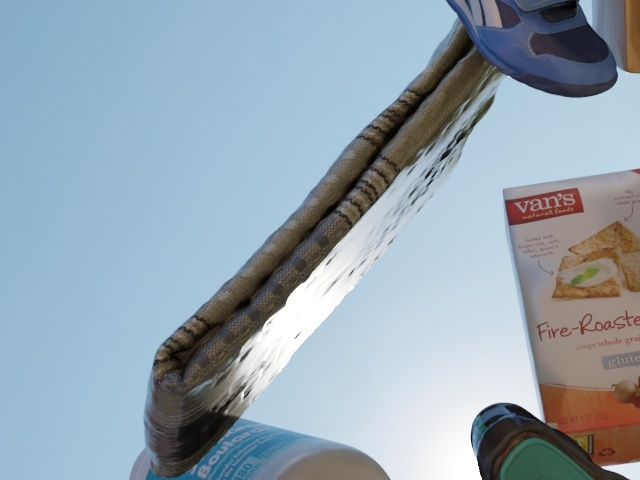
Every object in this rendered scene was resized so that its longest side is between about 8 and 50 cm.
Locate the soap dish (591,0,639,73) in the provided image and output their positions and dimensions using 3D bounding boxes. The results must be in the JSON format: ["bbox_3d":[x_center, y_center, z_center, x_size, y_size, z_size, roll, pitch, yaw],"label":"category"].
[{"bbox_3d":[0.308,-0.266,0.877,0.229,0.118,0.291,-3,-88,-20],"label":"soap dish"}]

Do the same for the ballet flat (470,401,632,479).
[{"bbox_3d":[0.163,0.167,0.752,0.203,0.074,0.074,41,-106,-28],"label":"ballet flat"}]

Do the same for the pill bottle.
[{"bbox_3d":[-0.063,0.225,0.985,0.146,0.264,0.146,0,-90,-36],"label":"pill bottle"}]

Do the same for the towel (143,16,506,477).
[{"bbox_3d":[0.000,0.000,0.739,0.324,0.056,0.312,-47,-7,-19],"label":"towel"}]

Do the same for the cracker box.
[{"bbox_3d":[0.234,0.053,0.905,0.067,0.155,0.232,73,-170,-51],"label":"cracker box"}]

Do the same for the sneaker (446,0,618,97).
[{"bbox_3d":[0.099,-0.130,0.588,0.053,0.144,0.059,-18,-32,-32],"label":"sneaker"}]
